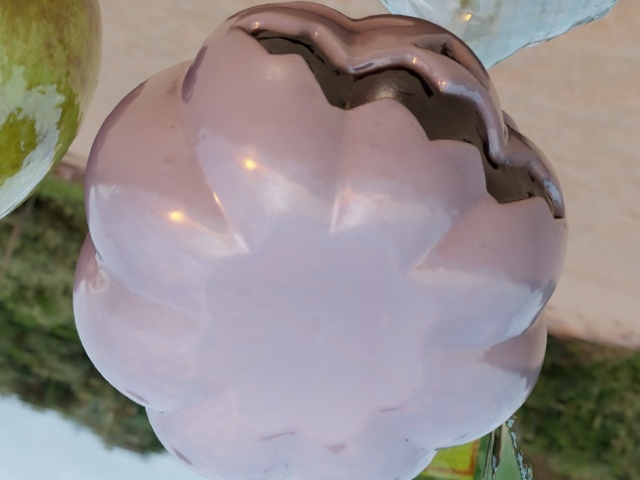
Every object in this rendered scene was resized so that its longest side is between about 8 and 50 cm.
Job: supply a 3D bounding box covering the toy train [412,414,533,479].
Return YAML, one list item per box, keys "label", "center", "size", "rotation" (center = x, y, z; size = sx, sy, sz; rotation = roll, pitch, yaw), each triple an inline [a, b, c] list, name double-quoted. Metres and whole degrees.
- label: "toy train"
  center: [0.064, 0.211, 1.198]
  size: [0.159, 0.188, 0.272]
  rotation: [5, 152, 16]

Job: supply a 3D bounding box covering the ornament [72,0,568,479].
- label: "ornament"
  center: [0.000, -0.001, 0.625]
  size: [0.177, 0.177, 0.177]
  rotation: [18, 180, 0]

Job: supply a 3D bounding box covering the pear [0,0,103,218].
- label: "pear"
  center: [-0.282, -0.129, 1.057]
  size: [0.304, 0.304, 0.304]
  rotation: [18, 180, 0]

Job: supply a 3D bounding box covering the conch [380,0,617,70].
- label: "conch"
  center: [0.077, -0.175, 0.801]
  size: [0.386, 0.203, 0.169]
  rotation: [6, -170, -9]
